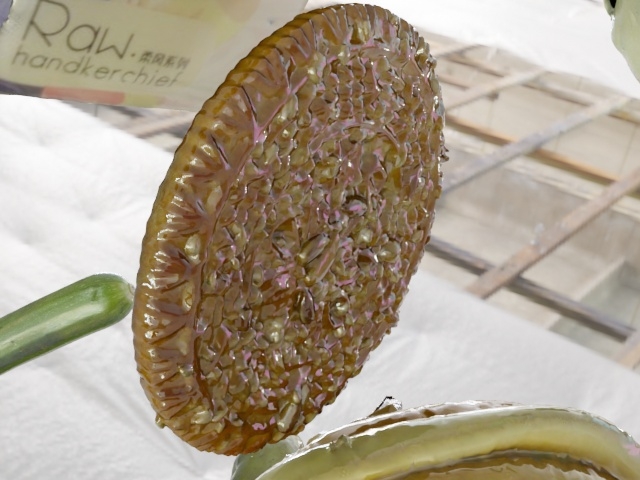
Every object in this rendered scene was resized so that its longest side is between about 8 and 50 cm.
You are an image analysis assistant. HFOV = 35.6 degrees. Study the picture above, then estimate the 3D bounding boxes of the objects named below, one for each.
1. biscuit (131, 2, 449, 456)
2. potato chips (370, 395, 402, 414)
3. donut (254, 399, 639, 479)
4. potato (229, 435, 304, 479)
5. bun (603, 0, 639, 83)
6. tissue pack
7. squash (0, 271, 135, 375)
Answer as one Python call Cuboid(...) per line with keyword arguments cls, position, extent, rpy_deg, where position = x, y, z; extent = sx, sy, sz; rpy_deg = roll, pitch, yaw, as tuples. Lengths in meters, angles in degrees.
Cuboid(cls="biscuit", position=(0.000, 0.000, 0.630), extent=(0.038, 0.305, 0.305), rpy_deg=(23, -153, 30))
Cuboid(cls="potato chips", position=(0.057, 0.203, 1.015), extent=(0.026, 0.037, 0.204), rpy_deg=(9, -163, 12))
Cuboid(cls="donut", position=(0.084, 0.315, 0.747), extent=(0.449, 0.448, 0.198), rpy_deg=(3, -166, -19))
Cuboid(cls="potato", position=(-0.094, 0.436, 1.720), extent=(0.143, 0.169, 0.248), rpy_deg=(31, -132, -15))
Cuboid(cls="bun", position=(0.417, -0.255, 1.096), extent=(0.239, 0.239, 0.141), rpy_deg=(1, -173, -22))
Cuboid(cls="tissue pack", position=(-0.084, -0.248, 0.656), extent=(0.242, 0.343, 0.125), rpy_deg=(-2, -140, -50))
Cuboid(cls="squash", position=(-0.315, 0.099, 1.137), extent=(0.229, 0.066, 0.066), rpy_deg=(-26, -154, 7))
